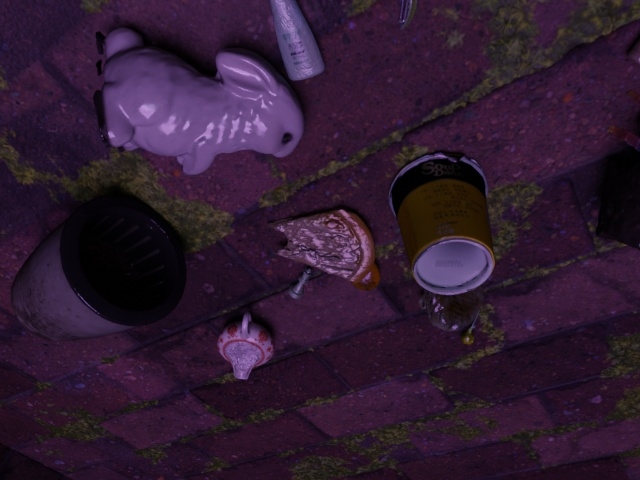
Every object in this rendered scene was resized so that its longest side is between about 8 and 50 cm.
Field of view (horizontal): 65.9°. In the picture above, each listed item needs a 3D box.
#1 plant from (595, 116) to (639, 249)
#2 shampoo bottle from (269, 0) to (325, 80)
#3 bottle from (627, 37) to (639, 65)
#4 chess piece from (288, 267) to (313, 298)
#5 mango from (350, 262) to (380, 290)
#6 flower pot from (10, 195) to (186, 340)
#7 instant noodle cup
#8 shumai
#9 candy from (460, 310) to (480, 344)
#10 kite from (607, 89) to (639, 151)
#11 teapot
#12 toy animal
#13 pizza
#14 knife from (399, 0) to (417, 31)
[{"bbox_3d":[0.634,-0.106,0.898,0.199,0.188,0.275,15,104,-6],"label":"plant"},{"bbox_3d":[-0.052,-0.370,0.838,0.069,0.041,0.190,-7,130,19],"label":"shampoo bottle"},{"bbox_3d":[0.552,-0.334,0.805,0.045,0.045,0.096,21,131,-12],"label":"bottle"},{"bbox_3d":[-0.047,0.104,1.254,0.042,0.042,0.093,22,122,-13],"label":"chess piece"},{"bbox_3d":[0.102,0.074,1.202,0.079,0.057,0.114,-18,119,25],"label":"mango"},{"bbox_3d":[-0.523,0.093,1.140,0.331,0.293,0.293,-25,124,33],"label":"flower pot"},{"bbox_3d":[0.248,-0.027,0.980,0.216,0.236,0.215,1,131,1],"label":"instant noodle cup"},{"bbox_3d":[0.303,0.127,1.204,0.184,0.183,0.142,25,158,-15],"label":"shumai"},{"bbox_3d":[0.410,0.232,1.327,0.035,0.035,0.122,16,122,8],"label":"candy"},{"bbox_3d":[0.630,-0.140,0.782,0.361,0.022,0.204,24,101,-7],"label":"kite"},{"bbox_3d":[-0.208,0.281,1.377,0.160,0.116,0.245,12,135,12],"label":"teapot"},{"bbox_3d":[-0.205,-0.248,0.888,0.358,0.194,0.257,-5,108,-10],"label":"toy animal"},{"bbox_3d":[0.000,0.000,1.137,0.263,0.034,0.180,11,116,6],"label":"pizza"},{"bbox_3d":[0.150,-0.423,0.784,0.026,0.022,0.184,23,135,20],"label":"knife"}]
